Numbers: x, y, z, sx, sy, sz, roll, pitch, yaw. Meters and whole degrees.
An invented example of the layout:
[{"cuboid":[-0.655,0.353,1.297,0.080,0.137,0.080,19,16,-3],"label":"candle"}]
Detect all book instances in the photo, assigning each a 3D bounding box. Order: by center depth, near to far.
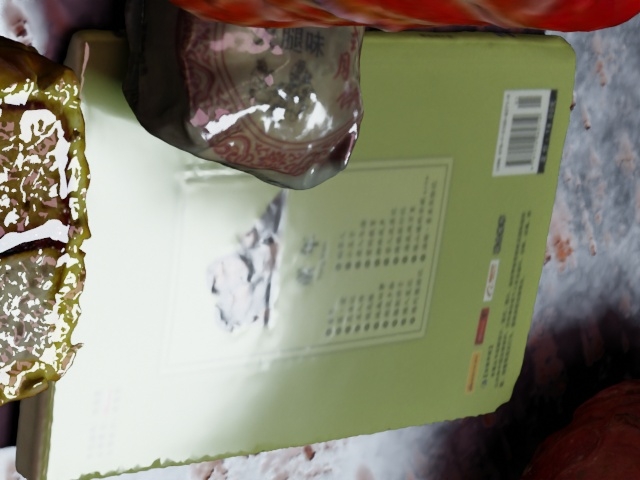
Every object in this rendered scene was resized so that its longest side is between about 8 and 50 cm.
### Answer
[{"cuboid":[0.000,0.000,0.947,0.352,0.035,0.239,-4,111,-39],"label":"book"}]

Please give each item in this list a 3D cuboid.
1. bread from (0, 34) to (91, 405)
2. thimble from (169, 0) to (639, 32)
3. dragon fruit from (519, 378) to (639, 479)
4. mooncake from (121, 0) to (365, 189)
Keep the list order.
[{"cuboid":[-0.204,0.006,0.726,0.222,0.096,0.181,-19,123,-36],"label":"bread"},{"cuboid":[0.044,-0.255,0.660,0.350,0.230,0.350,-11,104,-53],"label":"thimble"},{"cuboid":[0.233,0.204,1.128,0.252,0.241,0.241,-48,146,-60],"label":"dragon fruit"},{"cuboid":[-0.026,-0.094,0.821,0.125,0.073,0.130,12,82,-40],"label":"mooncake"}]
